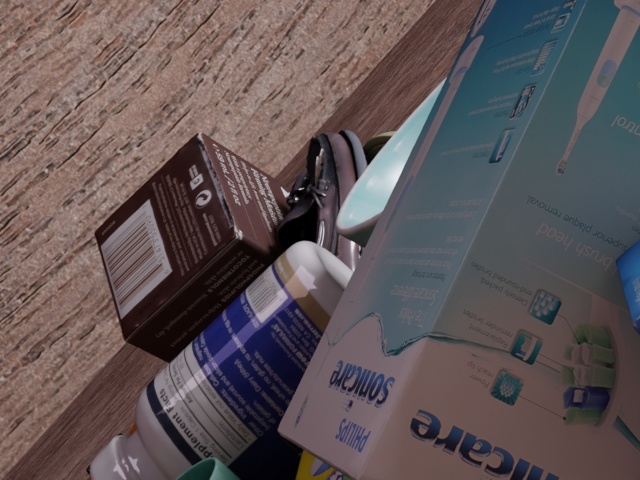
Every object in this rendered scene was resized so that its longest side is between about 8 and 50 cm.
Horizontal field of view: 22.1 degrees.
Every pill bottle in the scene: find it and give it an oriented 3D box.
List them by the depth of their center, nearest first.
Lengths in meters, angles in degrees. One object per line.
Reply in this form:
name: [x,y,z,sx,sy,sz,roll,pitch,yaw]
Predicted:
pill bottle: [-0.056,0.139,1.354,0.265,0.153,0.153,-44,9,8]

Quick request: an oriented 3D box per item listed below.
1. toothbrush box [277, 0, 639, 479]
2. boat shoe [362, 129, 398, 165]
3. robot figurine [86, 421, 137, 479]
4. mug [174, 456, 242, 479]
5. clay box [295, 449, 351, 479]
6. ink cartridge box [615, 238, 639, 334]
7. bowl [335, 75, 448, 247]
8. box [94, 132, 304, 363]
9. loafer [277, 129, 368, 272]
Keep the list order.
toothbrush box: [0.109,0.000,0.811,0.295,0.126,0.216,-63,9,-7]
boat shoe: [0.101,-0.060,1.637,0.103,0.113,0.302,-25,-1,-19]
robot figurine: [-0.173,0.240,1.658,0.211,0.085,0.291,-48,9,-16]
mug: [-0.092,0.242,1.227,0.129,0.097,0.158,-48,9,-18]
clay box: [0.039,0.157,1.164,0.127,0.053,0.222,-43,8,16]
ink cartridge box: [0.236,0.007,0.654,0.191,0.139,0.082,-43,9,17]
bowl: [0.176,-0.062,1.182,0.311,0.163,0.311,-44,8,8]
box: [-0.091,0.033,1.668,0.167,0.203,0.168,-43,43,18]
loafer: [0.000,0.000,1.531,0.302,0.095,0.109,-98,14,-46]
